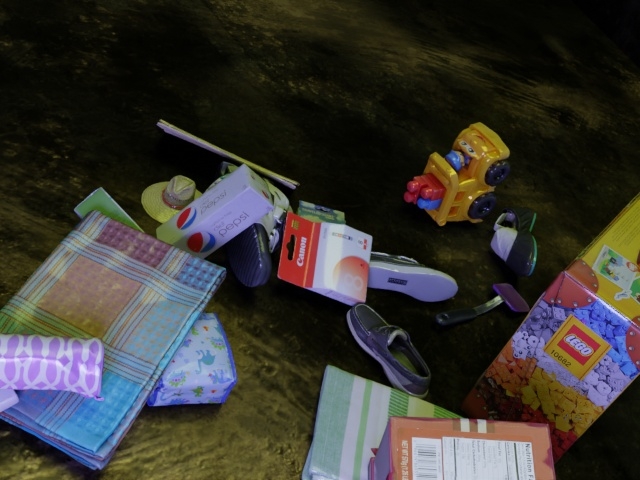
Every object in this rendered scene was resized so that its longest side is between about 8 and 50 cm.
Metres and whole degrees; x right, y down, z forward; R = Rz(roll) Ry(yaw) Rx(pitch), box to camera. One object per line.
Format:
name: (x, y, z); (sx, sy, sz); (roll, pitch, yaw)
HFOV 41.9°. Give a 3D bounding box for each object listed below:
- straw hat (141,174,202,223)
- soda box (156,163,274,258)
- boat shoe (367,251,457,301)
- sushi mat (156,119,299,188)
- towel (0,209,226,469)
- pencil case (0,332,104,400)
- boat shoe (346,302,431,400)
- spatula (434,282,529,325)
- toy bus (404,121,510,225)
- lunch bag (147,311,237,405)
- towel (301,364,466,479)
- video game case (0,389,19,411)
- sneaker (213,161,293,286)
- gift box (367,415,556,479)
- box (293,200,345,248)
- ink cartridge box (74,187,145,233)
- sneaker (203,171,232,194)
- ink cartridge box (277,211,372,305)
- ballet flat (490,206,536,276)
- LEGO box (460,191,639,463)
straw hat: (-0.276, -0.094, 1.642); (0.144, 0.061, 0.144); (17, 38, -14)
soda box: (-0.191, -0.039, 1.499); (0.074, 0.216, 0.069); (40, 22, -41)
boat shoe: (0.176, 0.064, 1.704); (0.219, 0.078, 0.070); (14, 40, -13)
sushi mat: (-0.191, -0.178, 1.767); (0.316, 0.019, 0.151); (25, 1, -2)
towel: (-0.341, 0.126, 1.255); (0.271, 0.040, 0.370); (23, 53, 10)
pencil case: (-0.393, 0.168, 1.120); (0.206, 0.086, 0.088); (4, 80, -16)
boat shoe: (0.132, 0.190, 1.531); (0.080, 0.073, 0.223); (-9, 49, -37)
spatula: (0.339, 0.140, 1.747); (0.296, 0.030, 0.084); (-12, 54, -40)
toy bus: (0.300, -0.146, 1.920); (0.211, 0.220, 0.149); (-10, 46, -29)
lunch bag: (-0.215, 0.180, 1.325); (0.128, 0.096, 0.151); (3, 53, -27)
towel: (0.141, 0.353, 1.379); (0.324, 0.038, 0.248); (21, 37, -5)
video game case: (-0.536, 0.199, 1.131); (0.190, 0.022, 0.173); (-29, 61, -27)
sneaker: (-0.109, -0.036, 1.618); (0.146, 0.122, 0.331); (10, 37, -24)
gift box: (0.166, 0.383, 1.149); (0.276, 0.258, 0.255); (7, 56, 1)
box: (0.000, 0.000, 1.706); (0.109, 0.042, 0.178); (15, 39, -15)
ink cartridge box: (-0.323, 0.015, 1.437); (0.062, 0.109, 0.209); (-42, 69, -13)
sneaker: (-0.202, -0.068, 1.579); (0.065, 0.166, 0.076); (32, 22, -17)
ink cartridge box: (0.013, 0.030, 1.595); (0.179, 0.045, 0.145); (24, 60, -28)
ballet flat: (0.446, -0.001, 1.939); (0.096, 0.095, 0.280); (18, 27, 5)
LEGO box: (0.524, 0.148, 1.565); (0.193, 0.372, 0.500); (40, 40, 17)
